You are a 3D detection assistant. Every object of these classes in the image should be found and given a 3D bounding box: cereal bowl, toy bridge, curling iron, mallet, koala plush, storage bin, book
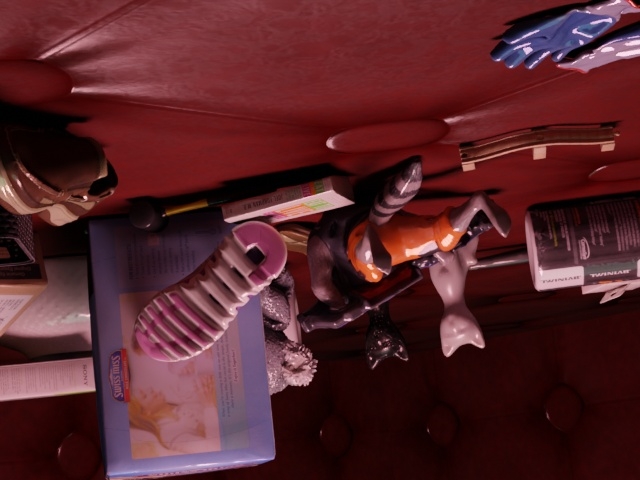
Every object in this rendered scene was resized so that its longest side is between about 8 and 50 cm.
[{"bbox_3d":[-0.399,0.119,2.168,0.339,0.141,0.339,-6,169,-1],"label":"cereal bowl"},{"bbox_3d":[0.257,-0.113,1.575,0.188,0.026,0.063,-8,169,8],"label":"toy bridge"},{"bbox_3d":[0.397,0.017,2.388,0.274,0.035,0.068,-9,166,14],"label":"curling iron"},{"bbox_3d":[-0.151,-0.047,1.686,0.190,0.039,0.062,-14,172,18],"label":"mallet"},{"bbox_3d":[-0.106,0.162,2.274,0.196,0.221,0.203,-27,170,30],"label":"koala plush"},{"bbox_3d":[-0.396,-0.023,1.516,0.122,0.084,0.180,-5,169,-6],"label":"storage bin"},{"bbox_3d":[-0.040,-0.049,1.670,0.144,0.035,0.096,-15,172,16],"label":"book"}]

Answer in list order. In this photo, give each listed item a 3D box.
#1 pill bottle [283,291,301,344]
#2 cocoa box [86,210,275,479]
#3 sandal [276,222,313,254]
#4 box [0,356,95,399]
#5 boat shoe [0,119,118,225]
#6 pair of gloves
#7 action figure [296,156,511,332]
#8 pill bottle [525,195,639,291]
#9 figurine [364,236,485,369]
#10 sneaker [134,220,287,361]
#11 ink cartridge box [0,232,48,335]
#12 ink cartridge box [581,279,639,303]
[{"bbox_3d":[-0.201,0.176,2.499,0.323,0.181,0.181,-6,170,1],"label":"pill bottle"},{"bbox_3d":[-0.199,0.149,1.855,0.232,0.347,0.228,-4,169,-10],"label":"cocoa box"},{"bbox_3d":[0.000,0.000,2.025,0.072,0.049,0.180,-20,149,35],"label":"sandal"},{"bbox_3d":[-0.495,0.228,2.138,0.322,0.058,0.232,-4,174,-1],"label":"box"},{"bbox_3d":[-0.260,-0.078,1.314,0.095,0.095,0.257,-21,175,2],"label":"boat shoe"},{"bbox_3d":[0.259,-0.180,1.204,0.198,0.023,0.159,4,166,-43],"label":"pair of gloves"},{"bbox_3d":[0.110,-0.024,1.793,0.341,0.178,0.330,-32,-171,-25],"label":"action figure"},{"bbox_3d":[0.443,0.001,2.048,0.246,0.130,0.130,-7,170,5],"label":"pill bottle"},{"bbox_3d":[0.157,0.090,2.145,0.215,0.209,0.092,-11,169,24],"label":"figurine"},{"bbox_3d":[-0.135,0.064,1.720,0.236,0.095,0.104,-41,-176,9],"label":"sneaker"},{"bbox_3d":[-0.512,0.074,1.839,0.193,0.088,0.235,-1,154,-36],"label":"ink cartridge box"},{"bbox_3d":[0.474,0.025,2.165,0.090,0.143,0.092,-4,170,-12],"label":"ink cartridge box"}]
